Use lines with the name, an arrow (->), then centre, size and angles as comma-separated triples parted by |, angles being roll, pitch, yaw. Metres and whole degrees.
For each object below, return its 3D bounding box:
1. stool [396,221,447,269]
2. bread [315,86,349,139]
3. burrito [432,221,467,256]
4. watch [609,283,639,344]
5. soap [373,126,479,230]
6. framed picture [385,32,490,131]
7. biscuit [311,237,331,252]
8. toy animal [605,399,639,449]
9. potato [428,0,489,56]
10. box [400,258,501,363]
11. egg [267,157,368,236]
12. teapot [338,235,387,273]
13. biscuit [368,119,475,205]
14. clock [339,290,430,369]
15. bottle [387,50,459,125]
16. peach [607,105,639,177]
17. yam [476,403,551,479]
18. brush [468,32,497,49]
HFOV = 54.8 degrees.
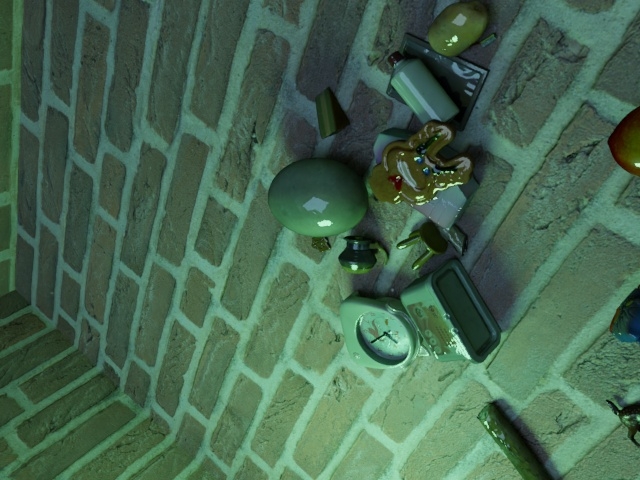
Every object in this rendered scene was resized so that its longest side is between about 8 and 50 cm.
stool -> 0.319, 0.015, 1.918 | 0.110, 0.135, 0.134 | -37, 44, 45
bread -> 0.017, -0.402, 1.951 | 0.074, 0.084, 0.139 | -25, 95, 43
burrito -> 0.401, -0.019, 1.884 | 0.149, 0.041, 0.055 | 50, 124, 7
watch -> 0.865, 0.214, 1.483 | 0.274, 0.305, 0.241 | 42, 132, 22
soap -> 0.302, -0.200, 1.825 | 0.324, 0.109, 0.193 | 38, 129, 17
framed picture -> 0.323, -0.445, 1.748 | 0.265, 0.018, 0.192 | 31, 128, 20
biscuit -> 0.000, 0.000, 2.210 | 0.082, 0.016, 0.092 | 13, 121, 32
toy animal -> 0.926, 0.473, 1.712 | 0.243, 0.087, 0.260 | -30, 95, 40
potato -> 0.355, -0.553, 1.610 | 0.178, 0.118, 0.109 | -35, 54, 53
box -> 0.396, 0.236, 1.943 | 0.182, 0.175, 0.312 | -28, 94, 51
egg -> -0.011, -0.138, 1.991 | 0.352, 0.258, 0.258 | 11, 118, 34
teapot -> 0.143, 0.046, 2.070 | 0.166, 0.130, 0.119 | 3, 101, 0
biscuit -> 0.268, -0.200, 1.742 | 0.334, 0.047, 0.202 | -25, 97, 45
clock -> 0.231, 0.316, 2.135 | 0.324, 0.108, 0.265 | 2, 112, 35
bottle -> 0.273, -0.421, 1.716 | 0.245, 0.104, 0.104 | 52, 132, 2
peach -> 0.766, -0.230, 1.417 | 0.197, 0.197, 0.197 | 17, 121, 30
yam -> 0.656, 0.707, 2.038 | 0.371, 0.083, 0.083 | 52, 132, 3
brush -> 0.425, -0.520, 1.631 | 0.083, 0.019, 0.021 | -20, 109, 39
